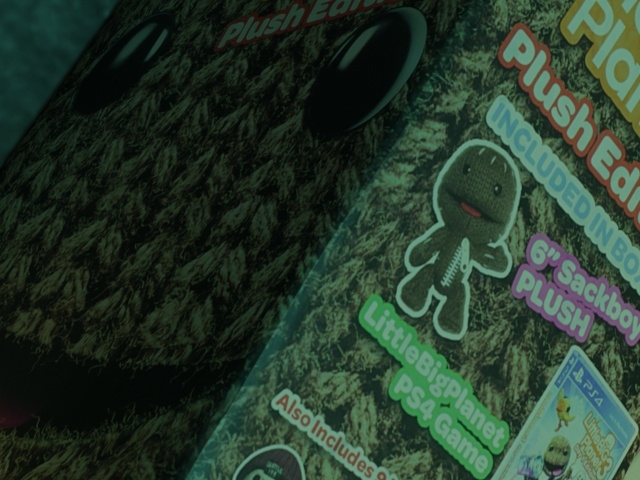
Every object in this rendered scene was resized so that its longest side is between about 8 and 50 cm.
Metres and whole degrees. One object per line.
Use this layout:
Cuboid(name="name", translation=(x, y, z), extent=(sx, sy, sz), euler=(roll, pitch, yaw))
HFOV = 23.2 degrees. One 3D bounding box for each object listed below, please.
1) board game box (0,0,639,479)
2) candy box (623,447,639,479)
Cuboid(name="board game box", translation=(0.000, 0.000, 0.549), extent=(0.141, 0.232, 0.291), euler=(43, 67, -30))
Cuboid(name="candy box", translation=(0.090, 0.129, 0.725), extent=(0.159, 0.071, 0.233), euler=(-51, 119, -23))
